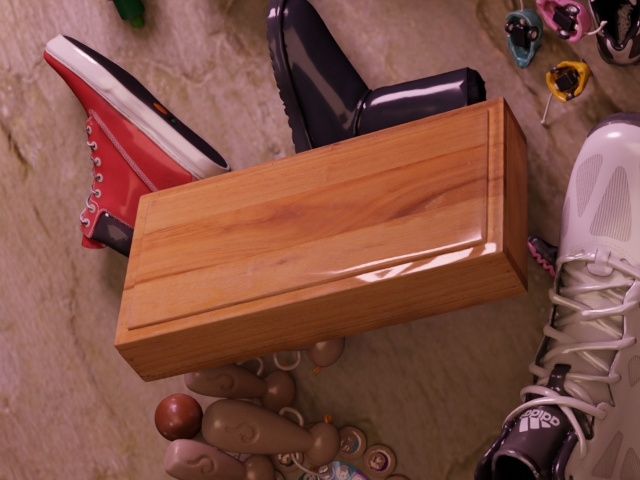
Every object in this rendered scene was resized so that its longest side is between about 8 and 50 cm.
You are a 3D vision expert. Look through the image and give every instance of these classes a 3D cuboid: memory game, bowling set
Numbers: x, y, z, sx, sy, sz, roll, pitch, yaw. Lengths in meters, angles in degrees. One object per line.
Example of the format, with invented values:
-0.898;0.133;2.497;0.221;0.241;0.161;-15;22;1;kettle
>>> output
0.013;0.290;2.034;0.186;0.012;0.186;1;93;14;memory game
-0.076;0.194;2.002;0.154;0.200;0.287;15;93;-25;bowling set

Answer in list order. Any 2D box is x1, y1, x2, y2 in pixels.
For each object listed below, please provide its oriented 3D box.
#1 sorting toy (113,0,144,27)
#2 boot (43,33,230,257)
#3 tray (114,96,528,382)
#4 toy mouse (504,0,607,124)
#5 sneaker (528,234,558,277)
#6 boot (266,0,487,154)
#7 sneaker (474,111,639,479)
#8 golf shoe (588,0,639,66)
-0.076;-0.307;1.996;0.365;0.127;0.126;-15;119;17;sorting toy
-0.243;-0.093;2.041;0.244;0.088;0.176;43;103;4;boot
0.000;0.000;1.857;0.411;0.076;0.203;-14;46;21;tray
0.235;-0.215;1.911;0.031;0.161;0.143;-29;82;-31;toy mouse
0.269;0.024;1.944;0.119;0.047;0.057;36;94;2;sneaker
0.067;-0.156;1.952;0.207;0.094;0.246;-12;97;18;boot
0.268;0.114;1.786;0.169;0.257;0.447;9;109;30;sneaker
0.305;-0.276;1.892;0.077;0.094;0.198;-7;90;15;golf shoe
